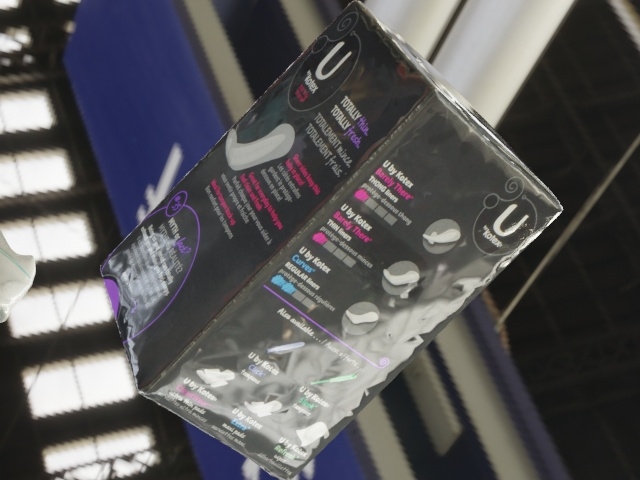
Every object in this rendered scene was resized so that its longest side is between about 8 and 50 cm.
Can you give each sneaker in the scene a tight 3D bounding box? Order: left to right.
[{"bbox_3d":[-0.293,-0.001,1.124,0.152,0.054,0.061,40,-125,-3],"label":"sneaker"}]

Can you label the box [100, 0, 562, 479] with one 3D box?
[{"bbox_3d":[0.000,0.000,0.966,0.143,0.270,0.165,37,-167,-33],"label":"box"}]
